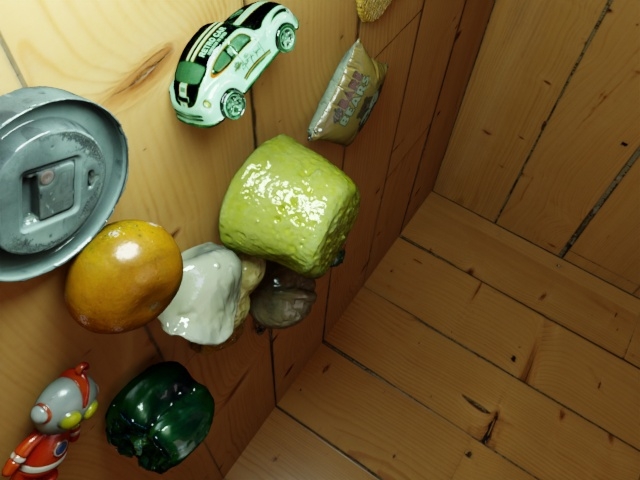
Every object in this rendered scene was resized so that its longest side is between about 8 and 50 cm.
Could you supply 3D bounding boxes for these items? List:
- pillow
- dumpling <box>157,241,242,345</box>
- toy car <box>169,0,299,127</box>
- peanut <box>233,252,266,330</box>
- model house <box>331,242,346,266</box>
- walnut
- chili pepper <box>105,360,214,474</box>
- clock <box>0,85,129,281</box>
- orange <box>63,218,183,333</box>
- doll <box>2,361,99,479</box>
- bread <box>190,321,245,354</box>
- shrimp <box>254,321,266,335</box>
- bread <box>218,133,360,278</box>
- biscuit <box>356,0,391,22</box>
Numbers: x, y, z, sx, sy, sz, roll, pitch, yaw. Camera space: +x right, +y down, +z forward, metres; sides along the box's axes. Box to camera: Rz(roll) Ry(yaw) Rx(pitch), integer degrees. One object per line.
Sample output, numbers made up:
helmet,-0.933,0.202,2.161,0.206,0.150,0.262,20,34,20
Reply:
pillow,0.089,-0.425,1.704,0.310,0.119,0.312,-60,163,14
dumpling,-0.273,0.133,1.400,0.187,0.243,0.318,-35,166,33
toy car,-0.169,-0.350,1.056,0.306,0.136,0.125,-57,142,-15
peanut,-0.260,0.149,1.640,0.147,0.147,0.305,-19,134,-66
model house,-0.023,-0.073,1.820,0.184,0.253,0.291,-38,142,-68
walnut,-0.138,0.174,1.891,0.248,0.248,0.248,-52,162,-24
chili pepper,-0.432,0.474,1.538,0.233,0.248,0.256,-43,-179,46
clock,-0.427,-0.083,0.857,0.312,0.061,0.312,-52,162,-25
orange,-0.374,0.065,1.076,0.240,0.171,0.240,-39,159,-18
doll,-0.564,0.400,1.215,0.336,0.105,0.200,-63,164,12
bread,-0.324,0.301,1.809,0.114,0.083,0.211,-60,163,14
shrimp,-0.226,0.308,2.159,0.065,0.056,0.165,-43,155,-28
bread,-0.075,-0.078,1.480,0.348,0.308,0.348,-53,162,-25
biscuit,0.168,-0.729,1.563,0.254,0.035,0.254,-52,161,-26
